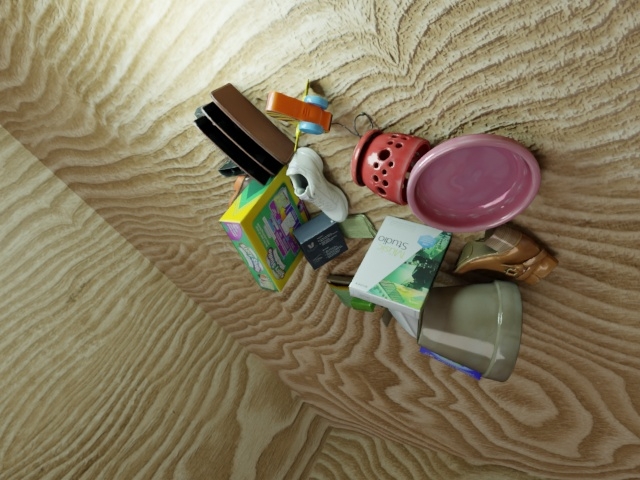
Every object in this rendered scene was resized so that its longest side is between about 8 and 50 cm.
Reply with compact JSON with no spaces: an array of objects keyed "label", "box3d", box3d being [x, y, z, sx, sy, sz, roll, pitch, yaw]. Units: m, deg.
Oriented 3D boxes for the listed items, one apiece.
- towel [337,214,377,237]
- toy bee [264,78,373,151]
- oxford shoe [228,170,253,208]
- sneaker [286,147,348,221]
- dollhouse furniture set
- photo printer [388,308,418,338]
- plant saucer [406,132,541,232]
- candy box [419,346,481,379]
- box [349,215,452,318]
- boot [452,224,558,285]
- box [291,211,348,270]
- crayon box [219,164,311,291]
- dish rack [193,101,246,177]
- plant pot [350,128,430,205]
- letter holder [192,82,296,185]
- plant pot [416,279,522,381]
[{"label":"towel","box3d":[0.128,-0.051,1.693,0.148,0.027,0.110,-3,133,41]},{"label":"toy bee","box3d":[-0.029,-0.341,1.334,0.298,0.195,0.162,33,173,-20]},{"label":"oxford shoe","box3d":[-0.297,-0.172,1.833,0.098,0.097,0.271,27,147,-3]},{"label":"sneaker","box3d":[-0.018,-0.160,1.563,0.114,0.152,0.305,-7,132,41]},{"label":"dollhouse furniture set","box3d":[0.149,0.266,1.969,0.301,0.151,0.197,2,136,38]},{"label":"photo printer","box3d":[0.302,0.219,1.731,0.307,0.107,0.256,57,176,-31]},{"label":"plant saucer","box3d":[0.393,-0.155,1.210,0.332,0.084,0.332,3,141,2]},{"label":"candy box","box3d":[0.560,0.387,1.814,0.268,0.122,0.317,24,147,16]},{"label":"box","box3d":[0.261,0.074,1.475,0.232,0.322,0.058,16,147,22]},{"label":"boot","box3d":[0.566,0.070,1.438,0.220,0.109,0.283,30,140,-3]},{"label":"box","box3d":[0.000,0.000,1.726,0.093,0.156,0.158,51,170,47]},{"label":"crayon box","box3d":[-0.175,-0.045,1.691,0.106,0.313,0.363,8,139,32]},{"label":"dish rack","box3d":[-0.342,-0.359,1.644,0.208,0.074,0.271,-2,133,40]},{"label":"plant pot","box3d":[0.194,-0.212,1.294,0.174,0.191,0.191,24,147,28]},{"label":"letter holder","box3d":[-0.245,-0.319,1.446,0.302,0.214,0.152,42,113,-14]},{"label":"plant pot","box3d":[0.467,0.274,1.502,0.280,0.323,0.323,7,142,8]}]
